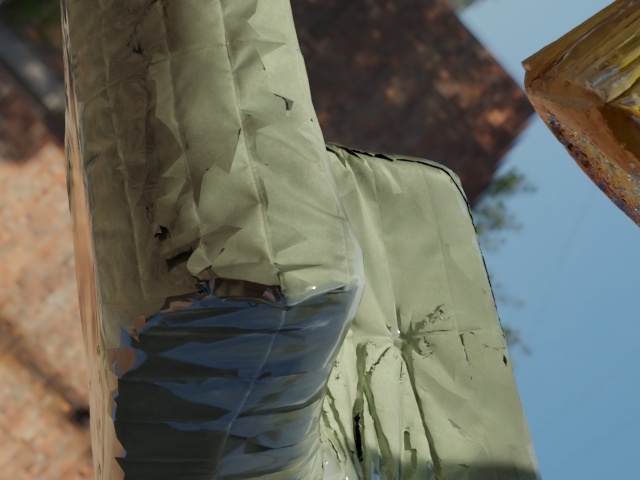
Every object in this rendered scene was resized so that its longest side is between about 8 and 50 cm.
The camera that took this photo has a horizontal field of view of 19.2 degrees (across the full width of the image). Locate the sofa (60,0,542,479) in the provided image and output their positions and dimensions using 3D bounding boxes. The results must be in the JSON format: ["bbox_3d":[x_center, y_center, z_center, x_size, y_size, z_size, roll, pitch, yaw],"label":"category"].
[{"bbox_3d":[0.000,0.000,0.686,0.225,0.176,0.210,98,-15,-50],"label":"sofa"}]

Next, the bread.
[{"bbox_3d":[0.274,-0.044,1.295,0.119,0.288,0.152,-45,-166,-1],"label":"bread"}]
